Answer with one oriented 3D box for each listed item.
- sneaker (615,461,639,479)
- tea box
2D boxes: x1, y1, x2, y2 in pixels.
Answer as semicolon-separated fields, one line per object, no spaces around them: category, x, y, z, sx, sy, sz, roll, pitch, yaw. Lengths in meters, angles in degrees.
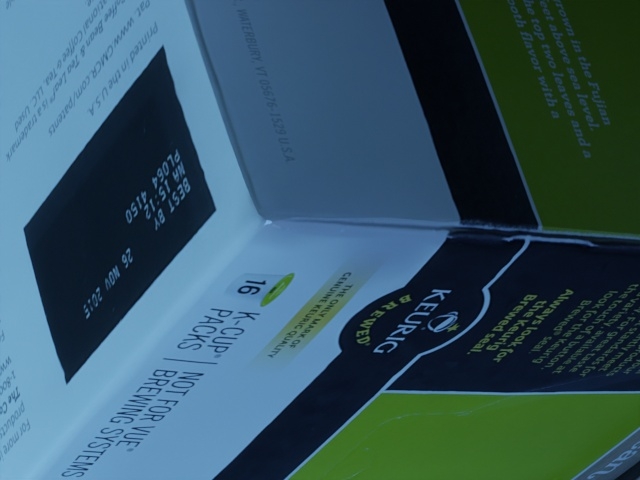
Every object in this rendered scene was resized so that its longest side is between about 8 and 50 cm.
sneaker;0.201;0.051;1.248;0.447;0.257;0.169;-36;154;-33
tea box;0.000;0.000;0.843;0.323;0.220;0.329;5;145;-36
